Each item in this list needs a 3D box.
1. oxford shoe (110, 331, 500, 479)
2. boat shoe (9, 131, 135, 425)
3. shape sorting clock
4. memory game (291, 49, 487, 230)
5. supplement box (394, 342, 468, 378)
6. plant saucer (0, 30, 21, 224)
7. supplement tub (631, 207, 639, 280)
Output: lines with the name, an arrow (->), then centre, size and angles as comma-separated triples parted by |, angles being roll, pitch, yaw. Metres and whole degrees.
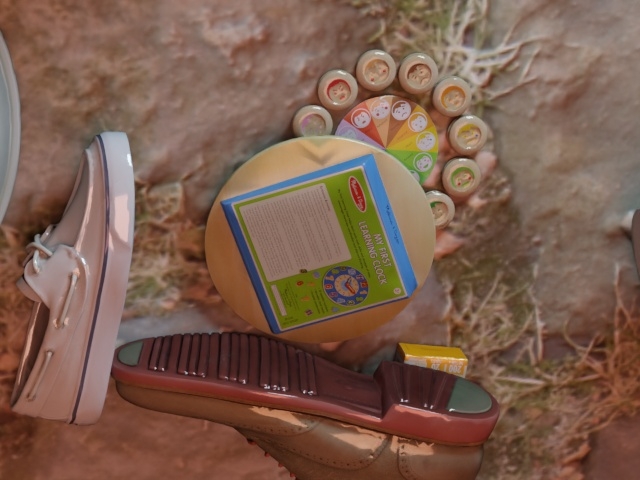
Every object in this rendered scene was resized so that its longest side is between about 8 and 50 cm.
oxford shoe -> -0.023, 0.170, 1.651 | 0.348, 0.123, 0.130 | 12, 111, 0
boat shoe -> -0.218, 0.033, 1.603 | 0.088, 0.096, 0.268 | 5, 113, -18
shape sorting clock -> 0.000, 0.000, 1.651 | 0.206, 0.040, 0.206 | 0, 119, 0
memory game -> 0.061, -0.081, 1.664 | 0.186, 0.012, 0.186 | -3, 107, -10
supplement box -> 0.097, 0.149, 1.727 | 0.062, 0.036, 0.098 | 5, 106, -12
plant saucer -> -0.415, -0.073, 1.467 | 0.400, 0.100, 0.401 | -8, 107, -28
supplement tub -> 0.460, 0.007, 1.658 | 0.316, 0.228, 0.228 | -20, 109, -5
